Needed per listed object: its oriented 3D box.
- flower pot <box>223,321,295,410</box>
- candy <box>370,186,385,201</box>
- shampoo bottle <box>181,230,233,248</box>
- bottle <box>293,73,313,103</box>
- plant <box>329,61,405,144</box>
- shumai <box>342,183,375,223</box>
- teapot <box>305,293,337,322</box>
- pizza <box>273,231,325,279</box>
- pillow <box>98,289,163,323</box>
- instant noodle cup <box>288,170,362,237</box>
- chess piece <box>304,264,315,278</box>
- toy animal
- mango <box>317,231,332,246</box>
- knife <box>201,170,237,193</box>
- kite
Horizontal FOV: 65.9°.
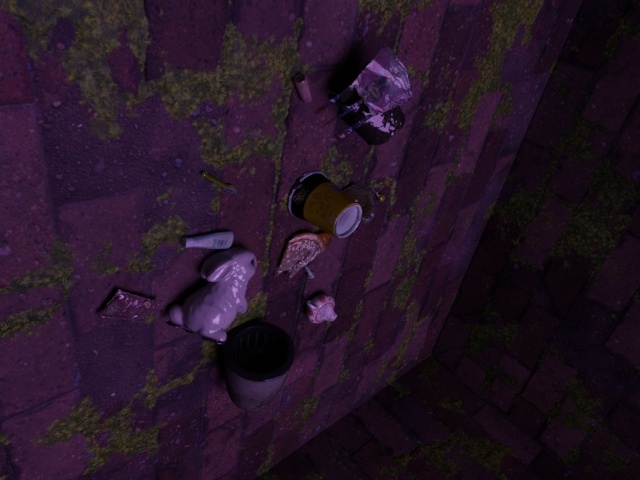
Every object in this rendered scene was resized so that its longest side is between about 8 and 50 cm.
[{"bbox_3d":[-0.277,0.561,2.143,0.294,0.294,0.330,-26,145,-34],"label":"flower pot"},{"bbox_3d":[0.262,-0.219,2.285,0.035,0.035,0.123,-44,138,8],"label":"candy"},{"bbox_3d":[-0.387,0.001,1.694,0.191,0.041,0.069,-3,128,-48],"label":"shampoo bottle"},{"bbox_3d":[-0.055,-0.497,1.623,0.045,0.045,0.096,-44,147,-13],"label":"bottle"},{"bbox_3d":[0.163,-0.483,1.766,0.199,0.188,0.276,-48,120,-5],"label":"plant"},{"bbox_3d":[0.143,-0.150,2.147,0.184,0.184,0.142,-41,175,-17],"label":"shumai"},{"bbox_3d":[-0.007,0.327,2.395,0.159,0.116,0.246,-46,151,13],"label":"teapot"},{"bbox_3d":[-0.101,0.067,2.074,0.262,0.034,0.181,-48,132,7],"label":"pizza"},{"bbox_3d":[-0.620,0.217,1.615,0.118,0.043,0.185,-49,144,6],"label":"pillow"},{"bbox_3d":[0.027,-0.129,1.896,0.216,0.236,0.215,-32,140,-31],"label":"instant noodle cup"},{"bbox_3d":[-0.057,0.131,2.217,0.042,0.042,0.093,-43,138,-14],"label":"chess piece"},{"bbox_3d":[-0.367,0.179,1.786,0.258,0.194,0.356,24,85,-32],"label":"toy animal"},{"bbox_3d":[0.000,0.000,2.147,0.114,0.057,0.078,-10,132,-35],"label":"mango"},{"bbox_3d":[-0.323,-0.187,1.612,0.026,0.022,0.184,-33,152,17],"label":"knife"},{"bbox_3d":[0.154,-0.472,1.645,0.360,0.022,0.204,-39,116,-9],"label":"kite"}]
